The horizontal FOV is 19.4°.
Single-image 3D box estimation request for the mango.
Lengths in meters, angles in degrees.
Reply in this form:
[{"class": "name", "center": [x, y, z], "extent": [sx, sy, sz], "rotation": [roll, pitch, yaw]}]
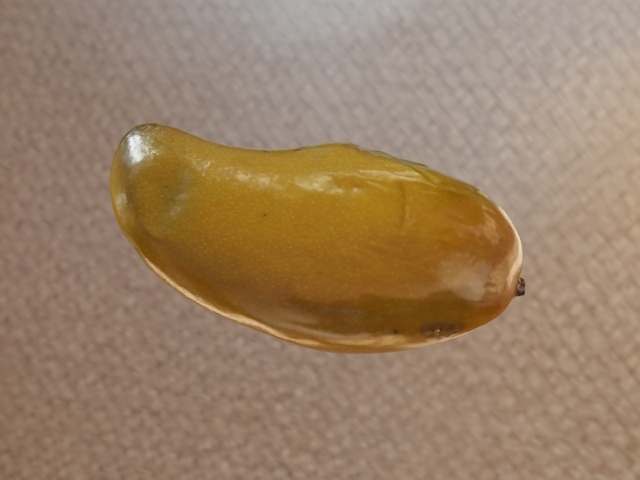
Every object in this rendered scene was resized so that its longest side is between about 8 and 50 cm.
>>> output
[{"class": "mango", "center": [0.000, 0.000, 0.821], "extent": [0.190, 0.075, 0.098], "rotation": [12, 61, -10]}]
